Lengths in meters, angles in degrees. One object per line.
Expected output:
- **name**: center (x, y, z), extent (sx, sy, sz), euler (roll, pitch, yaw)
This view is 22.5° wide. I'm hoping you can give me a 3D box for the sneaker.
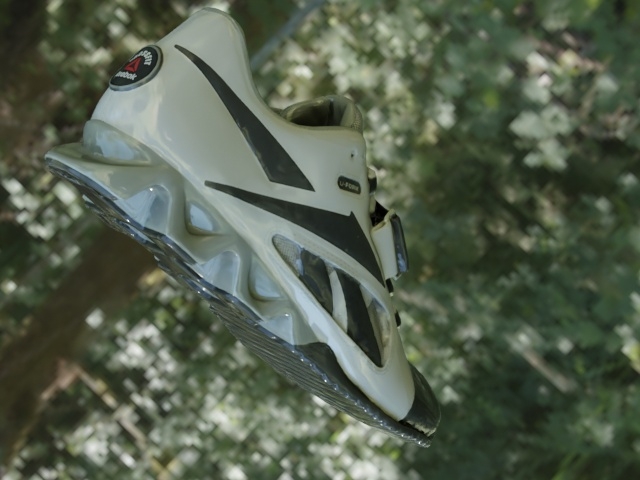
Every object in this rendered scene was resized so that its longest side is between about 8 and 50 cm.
- **sneaker**: center (0.000, 0.000, 0.930), extent (0.122, 0.146, 0.330), euler (22, 161, 46)
